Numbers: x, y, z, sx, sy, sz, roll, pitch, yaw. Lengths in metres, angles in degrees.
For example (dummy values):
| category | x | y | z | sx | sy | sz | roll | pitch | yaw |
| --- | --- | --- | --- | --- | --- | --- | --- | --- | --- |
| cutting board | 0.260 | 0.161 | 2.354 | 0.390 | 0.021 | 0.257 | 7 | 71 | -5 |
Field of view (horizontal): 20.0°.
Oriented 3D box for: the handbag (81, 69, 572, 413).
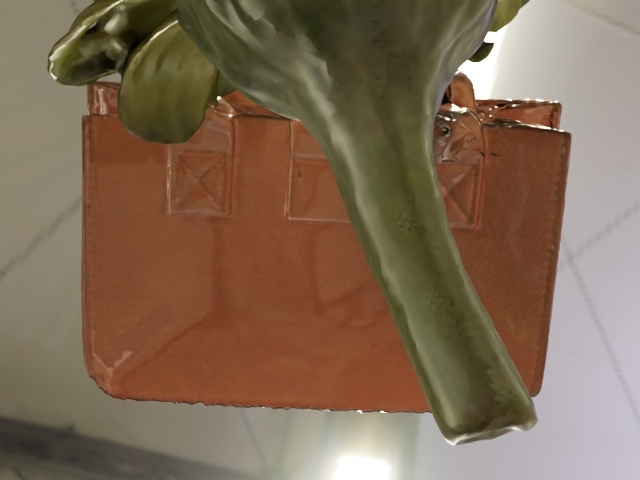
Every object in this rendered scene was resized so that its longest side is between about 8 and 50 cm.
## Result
| category | x | y | z | sx | sy | sz | roll | pitch | yaw |
| --- | --- | --- | --- | --- | --- | --- | --- | --- | --- |
| handbag | 0.000 | 0.000 | 0.823 | 0.213 | 0.059 | 0.157 | 2 | -62 | 0 |

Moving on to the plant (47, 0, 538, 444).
| category | x | y | z | sx | sy | sz | roll | pitch | yaw |
| --- | --- | --- | --- | --- | --- | --- | --- | --- | --- |
| plant | -0.019 | -0.097 | 0.602 | 0.306 | 0.261 | 0.297 | 32 | -110 | -62 |
